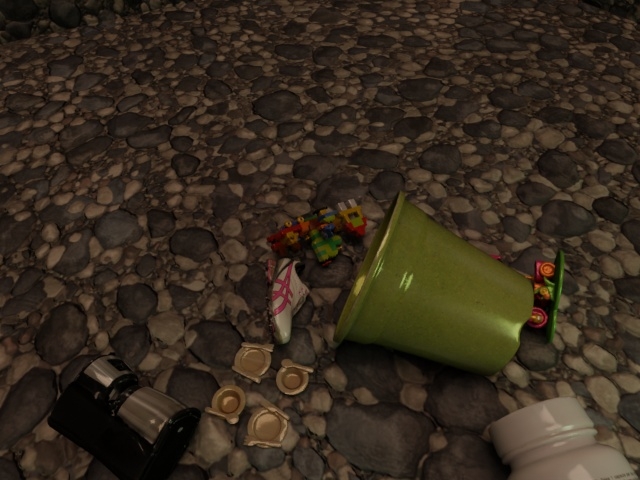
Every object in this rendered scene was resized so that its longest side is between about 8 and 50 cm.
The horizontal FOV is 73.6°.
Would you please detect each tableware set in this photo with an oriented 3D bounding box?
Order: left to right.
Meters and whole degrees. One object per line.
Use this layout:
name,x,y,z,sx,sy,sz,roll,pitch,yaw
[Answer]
tableware set,-0.101,0.250,0.712,0.141,0.020,0.169,18,51,14

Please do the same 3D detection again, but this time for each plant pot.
plant pot,0.191,0.092,0.718,0.253,0.276,0.276,23,52,3

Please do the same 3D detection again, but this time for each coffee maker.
coffee maker,-0.297,0.279,0.621,0.178,0.120,0.171,23,54,19

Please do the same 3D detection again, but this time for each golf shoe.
golf shoe,-0.061,0.106,0.805,0.085,0.067,0.186,-2,49,-4

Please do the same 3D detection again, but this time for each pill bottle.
pill bottle,0.338,0.359,0.534,0.160,0.160,0.283,-9,51,-8

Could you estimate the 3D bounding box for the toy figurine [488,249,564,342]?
toy figurine,0.362,0.093,0.816,0.159,0.130,0.173,8,73,23

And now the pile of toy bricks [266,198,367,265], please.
pile of toy bricks,0.000,0.000,0.889,0.212,0.118,0.105,-21,80,-37
